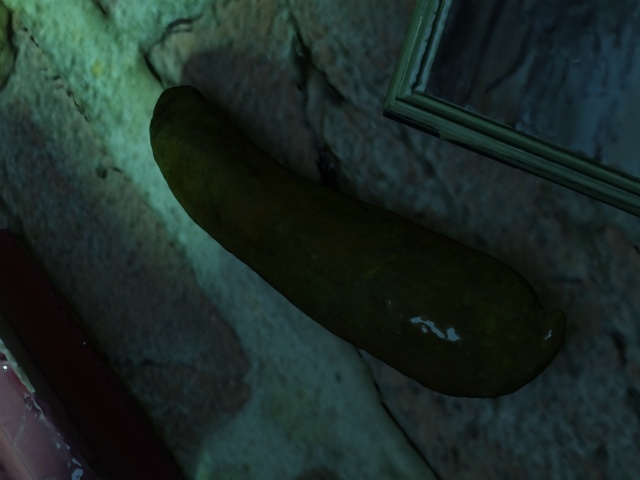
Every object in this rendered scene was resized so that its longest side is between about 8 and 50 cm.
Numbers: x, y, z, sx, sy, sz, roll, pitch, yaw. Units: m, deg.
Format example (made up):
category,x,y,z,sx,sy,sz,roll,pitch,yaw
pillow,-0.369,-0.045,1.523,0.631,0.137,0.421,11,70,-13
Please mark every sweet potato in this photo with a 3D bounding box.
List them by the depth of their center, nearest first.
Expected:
category,x,y,z,sx,sy,sz,roll,pitch,yaw
sweet potato,0.000,0.000,0.663,0.273,0.075,0.075,31,110,31

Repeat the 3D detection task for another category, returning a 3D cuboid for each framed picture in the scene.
category,x,y,z,sx,sy,sz,roll,pitch,yaw
framed picture,0.142,-0.144,0.589,0.197,0.014,0.252,25,107,28

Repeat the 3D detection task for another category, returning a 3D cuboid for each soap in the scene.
category,x,y,z,sx,sy,sz,roll,pitch,yaw
soap,-0.205,0.104,0.781,0.162,0.099,0.250,-46,71,27
